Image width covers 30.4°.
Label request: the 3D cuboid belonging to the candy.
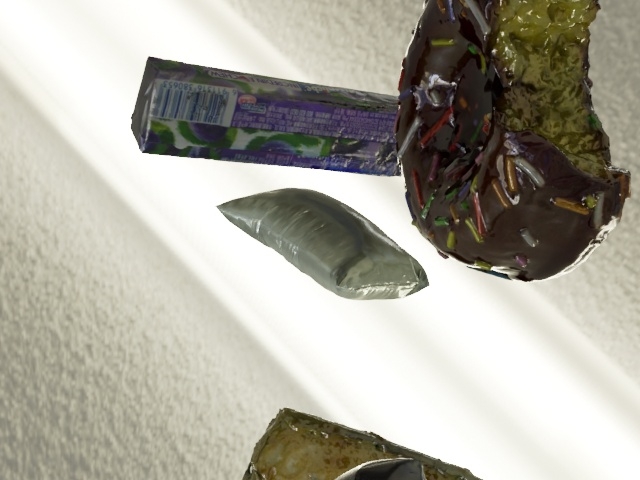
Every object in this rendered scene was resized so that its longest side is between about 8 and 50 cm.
[{"bbox_3d":[-0.043,-0.123,1.224,0.312,0.088,0.061,5,-151,-29],"label":"candy"}]

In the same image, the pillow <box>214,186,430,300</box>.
[{"bbox_3d":[-0.001,0.000,1.371,0.144,0.078,0.254,-8,-151,-37],"label":"pillow"}]

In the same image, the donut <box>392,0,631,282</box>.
[{"bbox_3d":[0.117,-0.087,0.798,0.095,0.216,0.230,0,-90,-20],"label":"donut"}]

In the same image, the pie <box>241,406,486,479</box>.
[{"bbox_3d":[0.062,0.269,1.223,0.282,0.068,0.129,22,-95,-2],"label":"pie"}]

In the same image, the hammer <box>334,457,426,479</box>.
[{"bbox_3d":[0.005,0.184,0.682,0.137,0.290,0.037,39,-120,3],"label":"hammer"}]
